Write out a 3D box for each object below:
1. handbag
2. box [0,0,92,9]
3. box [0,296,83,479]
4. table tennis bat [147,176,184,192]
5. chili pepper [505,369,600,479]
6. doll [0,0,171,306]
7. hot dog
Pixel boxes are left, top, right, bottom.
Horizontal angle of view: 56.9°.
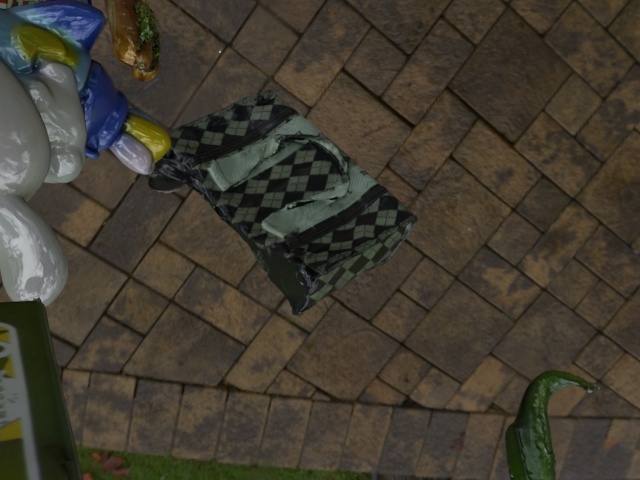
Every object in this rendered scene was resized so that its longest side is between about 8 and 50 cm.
[{"bbox_3d":[-0.076,-0.080,1.070,0.416,0.317,0.180,44,134,17],"label":"handbag"},{"bbox_3d":[-0.638,-0.539,1.113,0.257,0.318,0.348,29,145,6],"label":"box"},{"bbox_3d":[-0.293,0.171,0.232,0.373,0.420,0.138,-1,110,-29],"label":"box"},{"bbox_3d":[-0.309,-0.153,1.266,0.087,0.156,0.013,9,136,18],"label":"table tennis bat"},{"bbox_3d":[0.213,0.291,0.536,0.085,0.359,0.076,-6,153,30],"label":"chili pepper"},{"bbox_3d":[-0.354,-0.150,0.675,0.187,0.365,0.376,-11,113,23],"label":"doll"},{"bbox_3d":[-0.432,-0.501,1.389,0.100,0.337,0.135,-24,146,5],"label":"hot dog"}]
